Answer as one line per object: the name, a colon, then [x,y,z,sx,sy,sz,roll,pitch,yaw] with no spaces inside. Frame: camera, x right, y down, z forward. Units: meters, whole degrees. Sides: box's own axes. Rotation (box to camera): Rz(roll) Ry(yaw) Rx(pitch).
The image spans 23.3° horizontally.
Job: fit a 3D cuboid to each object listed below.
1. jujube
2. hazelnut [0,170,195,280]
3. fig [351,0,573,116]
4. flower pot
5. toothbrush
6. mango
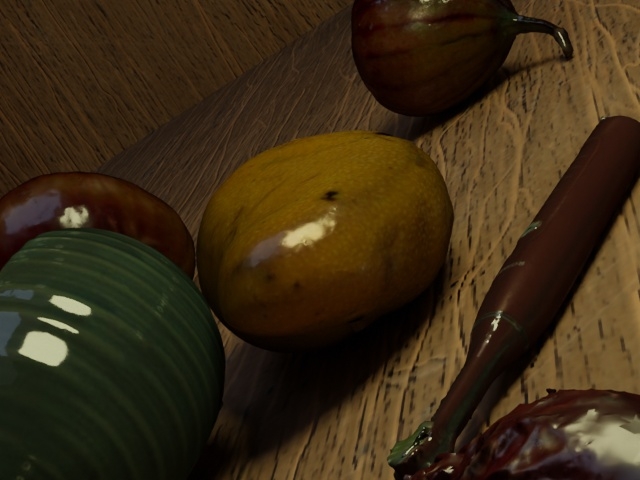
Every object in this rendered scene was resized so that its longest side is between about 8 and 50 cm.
jujube: [0.068,0.101,0.495,0.166,0.104,0.104,-23,16,48]
hazelnut: [-0.210,0.025,1.395,0.204,0.177,0.178,-6,-2,-27]
fig: [0.111,-0.200,1.418,0.202,0.149,0.148,-36,27,35]
flower pot: [-0.149,0.096,0.905,0.189,0.157,0.243,-49,10,30]
toothbrush: [0.113,0.022,0.825,0.041,0.041,0.364,-25,15,37]
mango: [0.003,0.005,1.001,0.177,0.120,0.295,-26,15,4]
